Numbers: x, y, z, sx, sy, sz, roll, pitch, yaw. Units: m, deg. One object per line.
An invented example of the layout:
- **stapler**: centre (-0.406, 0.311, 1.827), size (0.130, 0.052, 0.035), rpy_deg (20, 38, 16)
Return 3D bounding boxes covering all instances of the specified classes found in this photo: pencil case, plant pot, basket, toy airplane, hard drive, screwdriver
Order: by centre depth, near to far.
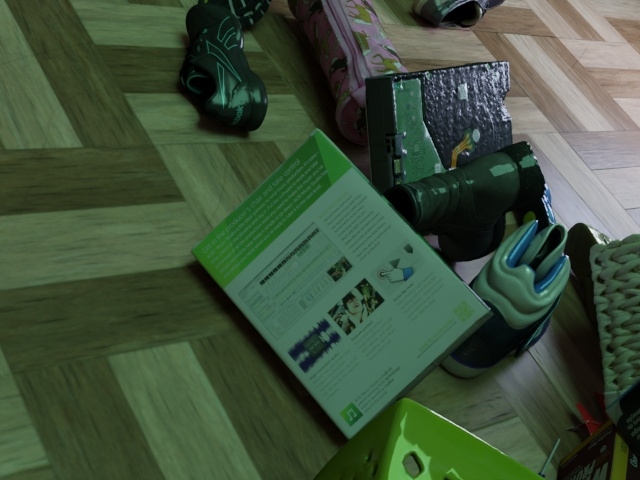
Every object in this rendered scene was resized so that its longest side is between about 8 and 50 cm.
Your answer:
- **plant pot**: centre (0.097, 0.333, 0.964), size (0.228, 0.227, 0.207), rpy_deg (31, 44, -6)
- **screwdriver**: centre (0.301, 0.306, 1.300), size (0.024, 0.025, 0.170), rpy_deg (41, 38, 9)
- **basket**: centre (0.609, 0.106, 1.413), size (0.331, 0.328, 0.267), rpy_deg (3, 73, -44)
- **toy airplane**: centre (0.424, 0.275, 1.422), size (0.151, 0.028, 0.151), rpy_deg (21, 37, -17)
- **hard drive**: centre (0.204, -0.166, 1.595), size (0.064, 0.237, 0.339), rpy_deg (4, 15, 41)
- **pencil case**: centre (0.056, -0.340, 1.711), size (0.167, 0.160, 0.386), rpy_deg (5, 46, -29)

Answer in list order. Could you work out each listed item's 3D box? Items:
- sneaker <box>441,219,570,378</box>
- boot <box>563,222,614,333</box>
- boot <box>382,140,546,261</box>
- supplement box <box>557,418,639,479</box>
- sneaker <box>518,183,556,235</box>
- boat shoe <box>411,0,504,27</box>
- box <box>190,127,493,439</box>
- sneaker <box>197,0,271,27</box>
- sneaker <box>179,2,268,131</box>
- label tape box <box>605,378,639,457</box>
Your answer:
- **sneaker**: centre (0.308, 0.057, 1.399), size (0.130, 0.236, 0.322), rpy_deg (45, 39, 14)
- **boot**: centre (0.545, 0.091, 1.664), size (0.203, 0.095, 0.262), rpy_deg (13, 39, -28)
- **boot**: centre (0.161, -0.035, 1.396), size (0.222, 0.338, 0.118), rpy_deg (-17, 71, -14)
- **supplement box**: centre (0.409, 0.364, 1.229), size (0.194, 0.129, 0.191), rpy_deg (34, 37, -1)
- **sneaker**: centre (0.392, -0.060, 1.731), size (0.082, 0.069, 0.209), rpy_deg (15, 41, -30)
- **boat shoe**: centre (0.325, -0.522, 2.164), size (0.285, 0.103, 0.092), rpy_deg (-16, 65, -41)
- **box**: centre (0.022, 0.051, 1.211), size (0.322, 0.232, 0.058), rpy_deg (48, 5, 16)
- **sneaker**: centre (-0.145, -0.477, 1.767), size (0.121, 0.111, 0.300), rpy_deg (6, 41, 29)
- **sneaker**: centre (-0.171, -0.286, 1.530), size (0.106, 0.101, 0.267), rpy_deg (-1, 49, -34)
- **label tape box**: centre (0.540, 0.259, 1.127), size (0.115, 0.249, 0.348), rpy_deg (-5, 52, -41)
